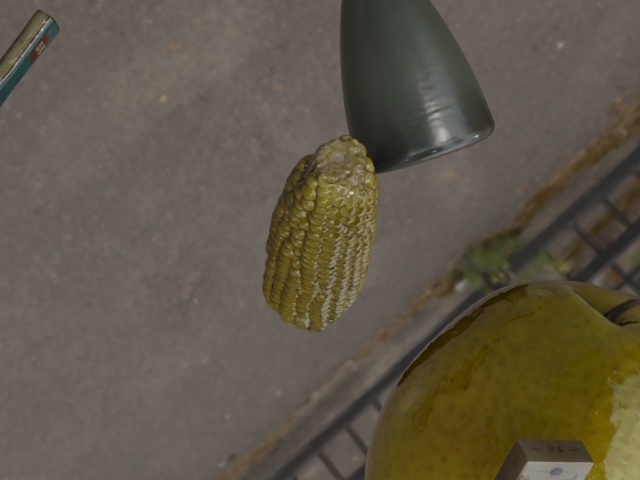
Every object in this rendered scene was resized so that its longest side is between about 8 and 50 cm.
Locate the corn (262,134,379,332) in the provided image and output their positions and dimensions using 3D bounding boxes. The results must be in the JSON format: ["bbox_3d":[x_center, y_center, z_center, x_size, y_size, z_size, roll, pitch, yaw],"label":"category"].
[{"bbox_3d":[0.000,0.000,1.485,0.130,0.130,0.347,-28,156,-23],"label":"corn"}]

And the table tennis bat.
[{"bbox_3d":[-0.334,-0.104,1.178,0.274,0.021,0.154,-56,166,-15],"label":"table tennis bat"}]

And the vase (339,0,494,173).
[{"bbox_3d":[0.080,-0.252,1.497,0.173,0.321,0.173,-19,-174,2],"label":"vase"}]

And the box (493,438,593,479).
[{"bbox_3d":[0.144,0.171,0.857,0.053,0.024,0.083,4,130,-21],"label":"box"}]

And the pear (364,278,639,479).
[{"bbox_3d":[0.219,0.240,1.219,0.362,0.362,0.418,-11,118,-44],"label":"pear"}]
